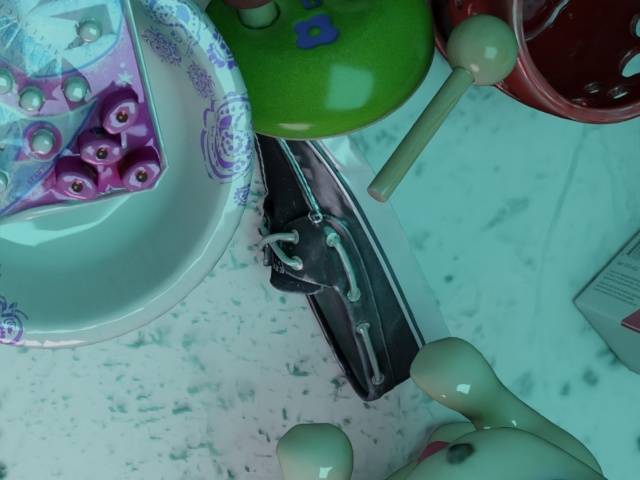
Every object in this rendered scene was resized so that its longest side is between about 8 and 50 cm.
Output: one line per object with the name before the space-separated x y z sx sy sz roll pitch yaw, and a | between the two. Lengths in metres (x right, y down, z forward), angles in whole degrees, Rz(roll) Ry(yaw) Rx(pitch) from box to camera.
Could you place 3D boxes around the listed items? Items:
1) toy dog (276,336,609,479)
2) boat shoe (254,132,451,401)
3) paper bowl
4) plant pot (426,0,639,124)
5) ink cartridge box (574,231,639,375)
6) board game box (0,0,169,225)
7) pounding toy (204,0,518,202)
toy dog | 0.110 0.275 1.398 0.285 0.408 0.395 -17 74 -14
boat shoe | 0.000 0.000 1.511 0.102 0.108 0.301 -36 121 -14
paper bowl | -0.193 -0.077 1.354 0.284 0.148 0.284 -2 104 -6
plant pot | 0.189 -0.197 1.505 0.191 0.174 0.191 -6 104 -23
ink cartridge box | 0.364 0.019 1.636 0.237 0.172 0.100 -46 115 -9
board game box | -0.326 -0.172 1.210 0.390 0.050 0.390 -14 105 -5
pounding toy | 0.009 -0.163 1.387 0.183 0.237 0.110 -44 149 -22
